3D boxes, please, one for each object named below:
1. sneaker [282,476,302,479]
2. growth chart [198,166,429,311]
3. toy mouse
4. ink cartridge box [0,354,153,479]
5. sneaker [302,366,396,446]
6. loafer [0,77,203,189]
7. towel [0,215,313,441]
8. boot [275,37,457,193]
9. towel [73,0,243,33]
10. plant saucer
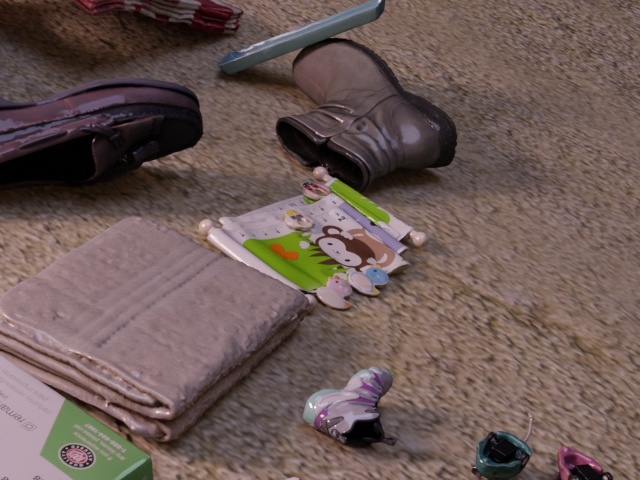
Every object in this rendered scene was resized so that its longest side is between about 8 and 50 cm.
[{"bbox_3d":[-0.060,0.240,1.267,0.111,0.103,0.252,7,21,-11],"label":"sneaker"},{"bbox_3d":[0.000,0.000,1.850,0.172,0.021,0.237,30,30,24],"label":"growth chart"},{"bbox_3d":[0.177,0.190,1.567,0.161,0.031,0.143,10,27,-14],"label":"toy mouse"},{"bbox_3d":[-0.234,0.182,1.207,0.160,0.092,0.219,29,43,30],"label":"ink cartridge box"},{"bbox_3d":[0.040,0.142,1.580,0.069,0.038,0.098,36,41,30],"label":"sneaker"},{"bbox_3d":[-0.242,-0.079,1.795,0.303,0.109,0.095,-6,53,-28],"label":"loafer"},{"bbox_3d":[-0.140,0.068,1.605,0.187,0.049,0.282,26,26,15],"label":"towel"},{"bbox_3d":[0.014,-0.137,2.066,0.161,0.083,0.246,-15,39,-39],"label":"boot"},{"bbox_3d":[-0.253,-0.296,2.185,0.237,0.037,0.329,27,12,23],"label":"towel"},{"bbox_3d":[-0.018,-0.225,2.155,0.192,0.018,0.067,-20,13,15],"label":"plant saucer"}]
